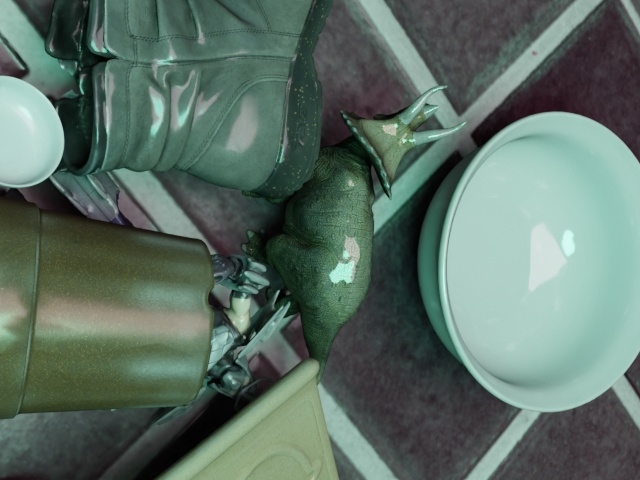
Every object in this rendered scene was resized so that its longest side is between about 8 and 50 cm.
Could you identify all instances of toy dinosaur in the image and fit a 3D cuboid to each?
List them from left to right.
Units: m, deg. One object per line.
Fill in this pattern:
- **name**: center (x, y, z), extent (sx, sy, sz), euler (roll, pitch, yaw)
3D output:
- **toy dinosaur**: center (0.000, 0.000, 0.874), extent (0.121, 0.160, 0.313), euler (23, 80, -28)

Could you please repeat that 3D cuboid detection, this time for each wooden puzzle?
- **wooden puzzle**: center (-0.098, 0.308, 0.819), extent (0.322, 0.081, 0.347), euler (-34, 127, -39)

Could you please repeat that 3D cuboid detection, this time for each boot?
- **boot**: center (-0.102, -0.207, 0.796), extent (0.223, 0.118, 0.338), euler (10, 74, -39)

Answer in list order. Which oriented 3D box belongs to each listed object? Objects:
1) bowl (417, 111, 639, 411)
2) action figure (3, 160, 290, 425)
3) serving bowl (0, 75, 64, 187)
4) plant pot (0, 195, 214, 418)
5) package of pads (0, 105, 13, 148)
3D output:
- **bowl**: center (0.206, 0.020, 1.007), extent (0.298, 0.134, 0.297), euler (-1, 91, -29)
- **action figure**: center (-0.149, 0.051, 0.820), extent (0.185, 0.099, 0.285), euler (-45, 105, -3)
- **serving bowl**: center (-0.231, -0.076, 0.706), extent (0.083, 0.027, 0.083), euler (13, 71, -41)
- **plant pot**: center (-0.169, 0.051, 0.693), extent (0.165, 0.167, 0.166), euler (5, 89, -20)
- **package of pads**: center (-0.373, -0.028, 0.659), extent (0.229, 0.101, 0.296), euler (36, 60, -26)
